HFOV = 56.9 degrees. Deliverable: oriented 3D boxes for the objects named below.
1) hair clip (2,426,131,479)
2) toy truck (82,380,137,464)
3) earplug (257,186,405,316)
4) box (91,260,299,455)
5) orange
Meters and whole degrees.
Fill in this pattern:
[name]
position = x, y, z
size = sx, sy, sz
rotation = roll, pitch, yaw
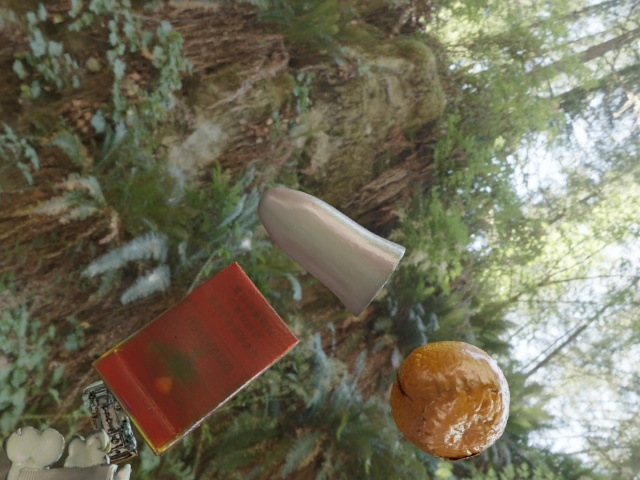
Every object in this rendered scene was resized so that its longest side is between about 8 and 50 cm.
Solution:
[hair clip]
position = -0.302, 0.274, 0.678
size = 0.172, 0.116, 0.049
rotation = -7, -37, 17
[toy truck]
position = -0.461, 0.390, 1.304
size = 0.115, 0.080, 0.178
rotation = -178, -106, -76
[earplug]
position = 0.000, 0.000, 1.193
size = 0.301, 0.172, 0.172
rotation = 35, -35, 3
[box]
position = -0.221, 0.209, 1.075
size = 0.197, 0.313, 0.089
rotation = 50, -23, 8
[orange]
position = 0.207, 0.251, 0.952
size = 0.161, 0.193, 0.194
rotation = -122, -161, -65
